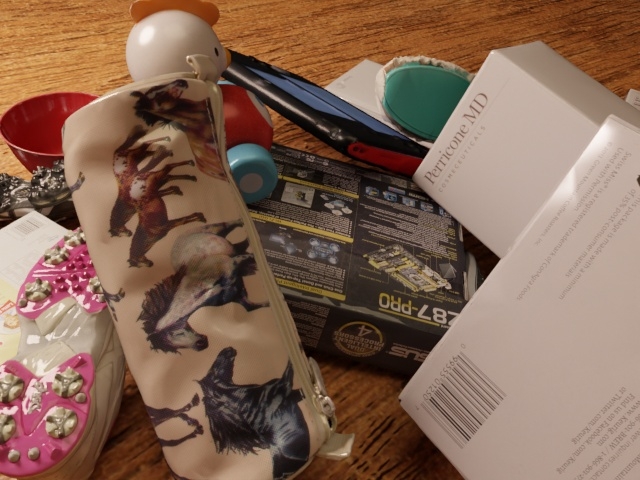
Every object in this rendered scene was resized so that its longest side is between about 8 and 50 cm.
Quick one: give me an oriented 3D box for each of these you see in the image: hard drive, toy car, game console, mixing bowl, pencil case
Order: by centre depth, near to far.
[{"bbox_3d":[-0.114,0.037,0.569,0.184,0.410,0.160,-19,0,6],"label":"pencil case"},{"bbox_3d":[-0.156,-0.198,0.724,0.210,0.238,0.219,-5,42,-18],"label":"toy car"},{"bbox_3d":[-0.392,-0.146,0.913,0.181,0.098,0.181,5,43,-5],"label":"mixing bowl"},{"bbox_3d":[0.000,-0.223,0.986,0.386,0.060,0.342,36,15,27],"label":"game console"},{"bbox_3d":[0.184,-0.282,1.218,0.308,0.040,0.203,27,44,17],"label":"hard drive"}]

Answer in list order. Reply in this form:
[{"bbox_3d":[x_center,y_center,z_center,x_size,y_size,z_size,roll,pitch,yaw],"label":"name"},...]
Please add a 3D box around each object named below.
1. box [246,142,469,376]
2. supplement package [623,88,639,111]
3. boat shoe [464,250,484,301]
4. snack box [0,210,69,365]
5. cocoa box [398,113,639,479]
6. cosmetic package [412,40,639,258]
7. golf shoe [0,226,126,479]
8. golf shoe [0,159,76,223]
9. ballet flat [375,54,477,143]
[{"bbox_3d":[0.000,0.000,0.802,0.395,0.097,0.318,15,38,-4],"label":"box"},{"bbox_3d":[0.536,-0.082,0.945,0.198,0.199,0.262,26,43,18],"label":"supplement package"},{"bbox_3d":[0.217,0.075,0.831,0.040,0.049,0.142,25,42,-12],"label":"boat shoe"},{"bbox_3d":[-0.394,0.101,0.670,0.187,0.060,0.322,27,45,19],"label":"snack box"},{"bbox_3d":[0.293,0.098,0.555,0.228,0.347,0.231,0,36,-49],"label":"cocoa box"},{"bbox_3d":[0.372,-0.038,0.775,0.453,0.230,0.161,45,42,20],"label":"cosmetic package"},{"bbox_3d":[-0.257,0.113,0.619,0.115,0.140,0.306,3,48,1],"label":"golf shoe"},{"bbox_3d":[-0.414,-0.050,0.833,0.198,0.094,0.077,-6,60,17],"label":"golf shoe"},{"bbox_3d":[0.254,-0.244,1.070,0.409,0.147,0.147,8,39,-27],"label":"ballet flat"}]
